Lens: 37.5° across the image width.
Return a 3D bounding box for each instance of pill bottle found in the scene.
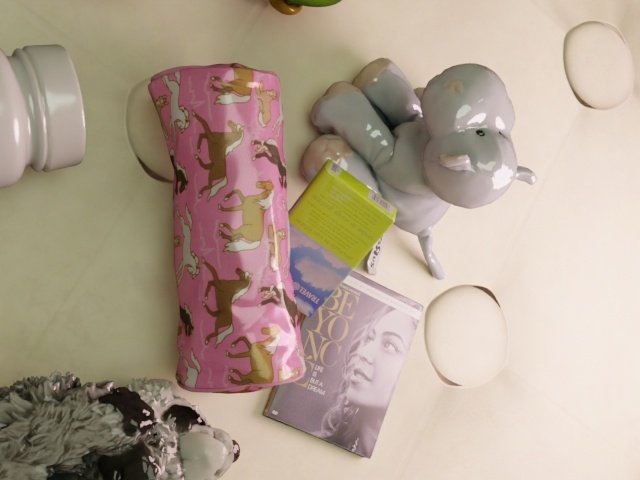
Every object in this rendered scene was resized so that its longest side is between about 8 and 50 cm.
[{"bbox_3d":[-0.400,-0.123,0.977,0.283,0.160,0.160,-11,90,-27],"label":"pill bottle"}]

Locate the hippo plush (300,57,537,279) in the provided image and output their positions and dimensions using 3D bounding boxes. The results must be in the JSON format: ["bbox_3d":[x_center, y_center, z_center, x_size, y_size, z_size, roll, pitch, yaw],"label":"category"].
[{"bbox_3d":[0.123,-0.107,1.193,0.234,0.236,0.294,4,83,-26],"label":"hippo plush"}]

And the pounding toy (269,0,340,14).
[{"bbox_3d":[-0.047,-0.359,1.224,0.183,0.110,0.237,50,37,-2],"label":"pounding toy"}]

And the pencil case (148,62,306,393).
[{"bbox_3d":[-0.108,-0.009,1.103,0.160,0.167,0.386,-6,88,12],"label":"pencil case"}]

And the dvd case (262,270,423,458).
[{"bbox_3d":[0.035,0.156,1.247,0.164,0.018,0.221,27,74,-22],"label":"dvd case"}]

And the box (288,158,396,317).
[{"bbox_3d":[0.000,0.000,1.176,0.109,0.042,0.178,36,115,-7],"label":"box"}]

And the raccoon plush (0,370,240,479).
[{"bbox_3d":[-0.311,0.210,0.984,0.446,0.299,0.216,16,88,-3],"label":"raccoon plush"}]
